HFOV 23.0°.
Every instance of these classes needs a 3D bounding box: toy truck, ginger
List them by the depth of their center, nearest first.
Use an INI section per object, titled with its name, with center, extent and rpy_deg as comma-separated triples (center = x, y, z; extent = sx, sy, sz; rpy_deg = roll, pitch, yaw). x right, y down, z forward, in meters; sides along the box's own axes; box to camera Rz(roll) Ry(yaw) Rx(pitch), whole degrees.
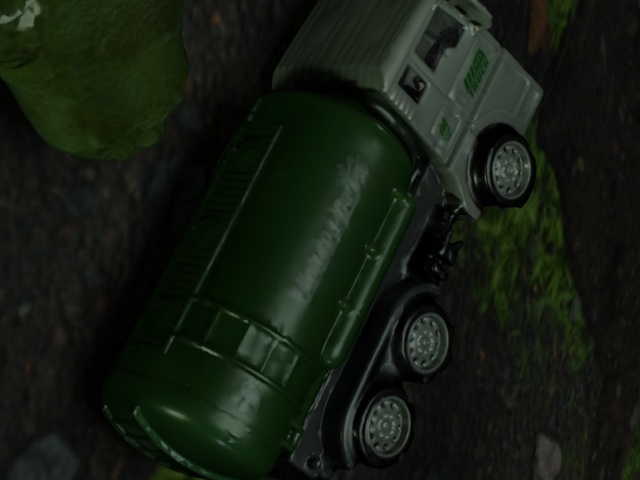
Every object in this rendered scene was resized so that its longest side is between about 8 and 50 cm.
[ginger]
center = -0.077, -0.175, 0.562
extent = 0.137, 0.089, 0.290
rpy_deg = 9, 85, -80
[toy truck]
center = 0.000, 0.000, 0.698
extent = 0.125, 0.101, 0.242
rpy_deg = 42, 66, -36
